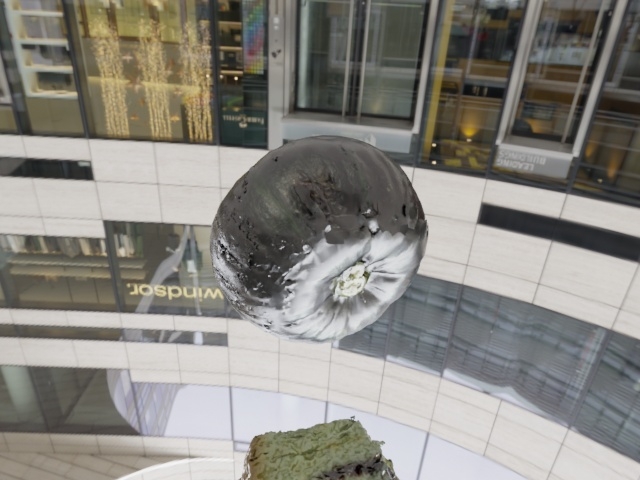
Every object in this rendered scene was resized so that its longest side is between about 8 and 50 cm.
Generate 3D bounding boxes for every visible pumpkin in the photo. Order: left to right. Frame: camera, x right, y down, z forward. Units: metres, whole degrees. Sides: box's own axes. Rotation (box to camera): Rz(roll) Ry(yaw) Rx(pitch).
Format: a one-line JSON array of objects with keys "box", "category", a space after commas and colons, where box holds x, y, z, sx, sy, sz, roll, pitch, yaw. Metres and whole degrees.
[{"box": [0.000, 0.000, 0.469, 0.233, 0.233, 0.163, -10, -141, -26], "category": "pumpkin"}]

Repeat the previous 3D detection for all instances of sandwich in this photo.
[{"box": [-0.003, 0.398, 0.587, 0.262, 0.326, 0.131, 20, -165, -20], "category": "sandwich"}]
